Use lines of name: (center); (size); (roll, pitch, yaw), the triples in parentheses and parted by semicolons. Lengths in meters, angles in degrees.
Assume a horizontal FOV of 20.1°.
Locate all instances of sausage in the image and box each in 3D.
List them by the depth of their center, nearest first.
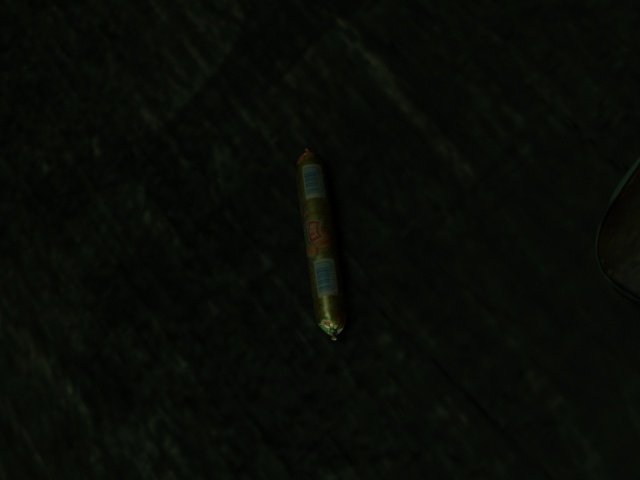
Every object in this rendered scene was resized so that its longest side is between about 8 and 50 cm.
sausage: (0.000, 0.000, 0.797); (0.015, 0.015, 0.100); (-25, 55, 25)

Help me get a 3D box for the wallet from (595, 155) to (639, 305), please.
wallet: (0.212, 0.011, 0.621); (0.255, 0.031, 0.137); (34, 90, 43)
